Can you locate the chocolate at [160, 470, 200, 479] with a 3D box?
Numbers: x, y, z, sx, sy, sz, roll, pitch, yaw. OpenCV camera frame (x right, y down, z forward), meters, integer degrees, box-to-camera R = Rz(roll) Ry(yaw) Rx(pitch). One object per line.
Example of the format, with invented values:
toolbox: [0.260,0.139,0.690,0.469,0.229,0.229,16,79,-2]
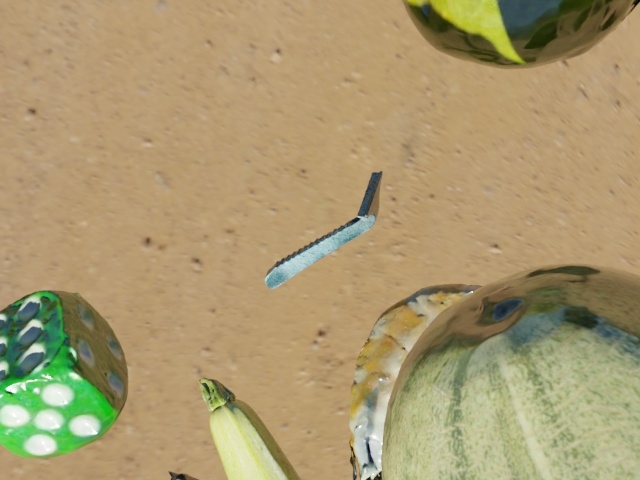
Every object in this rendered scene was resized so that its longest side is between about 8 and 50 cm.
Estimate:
chocolate: [-0.031,0.322,1.437,0.329,0.102,0.065,26,101,-20]

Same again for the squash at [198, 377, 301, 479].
squash: [-0.089,0.266,1.712,0.094,0.094,0.224,-28,91,15]

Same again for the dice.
dice: [-0.280,0.136,1.428,0.131,0.120,0.128,-24,41,13]

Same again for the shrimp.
shrimp: [0.143,0.137,1.500,0.287,0.068,0.185,-24,77,15]

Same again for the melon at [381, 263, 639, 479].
melon: [0.171,0.162,0.787,0.249,0.248,0.329,-29,114,15]

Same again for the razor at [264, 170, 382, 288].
razor: [0.005,0.003,1.403,0.033,0.066,0.190,36,134,-17]

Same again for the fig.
fig: [0.205,-0.272,1.146,0.314,0.233,0.233,-18,78,52]
